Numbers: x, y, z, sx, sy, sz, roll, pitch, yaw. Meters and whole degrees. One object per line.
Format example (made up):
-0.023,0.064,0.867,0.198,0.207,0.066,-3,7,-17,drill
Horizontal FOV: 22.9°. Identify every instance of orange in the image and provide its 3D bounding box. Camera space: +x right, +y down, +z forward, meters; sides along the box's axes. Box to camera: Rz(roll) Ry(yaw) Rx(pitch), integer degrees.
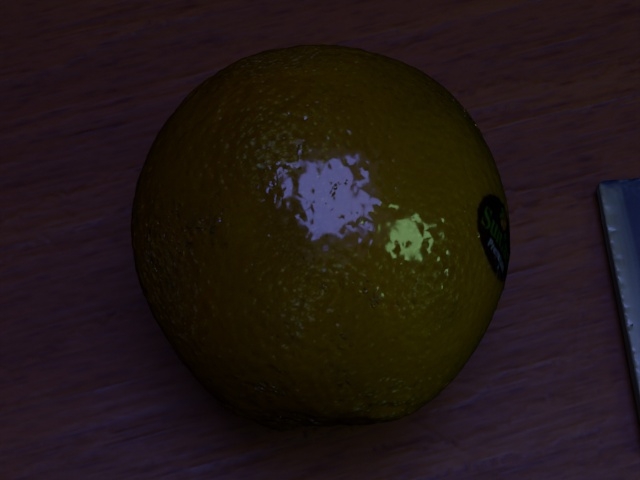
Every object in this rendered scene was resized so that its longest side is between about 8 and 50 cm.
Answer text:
0.000,0.000,1.108,0.274,0.274,0.274,1,68,-1,orange

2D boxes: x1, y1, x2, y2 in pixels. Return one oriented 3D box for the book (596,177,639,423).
0.390,0.043,1.230,0.322,0.018,0.228,-5,67,-3,book
